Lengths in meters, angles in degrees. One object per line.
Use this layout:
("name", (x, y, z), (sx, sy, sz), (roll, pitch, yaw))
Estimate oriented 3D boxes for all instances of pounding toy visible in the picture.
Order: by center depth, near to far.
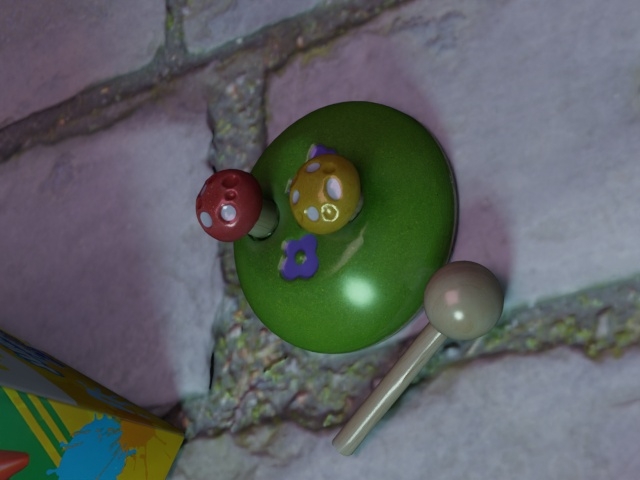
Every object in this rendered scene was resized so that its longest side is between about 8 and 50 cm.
("pounding toy", (0.000, 0.000, 1.209), (0.183, 0.110, 0.237), (-42, 55, 21))

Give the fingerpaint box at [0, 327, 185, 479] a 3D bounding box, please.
("fingerpaint box", (-0.388, 0.098, 1.309), (0.445, 0.371, 0.163), (24, 90, 38))
